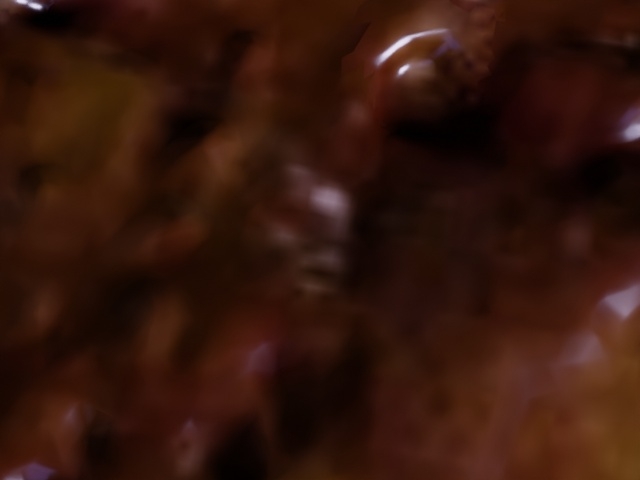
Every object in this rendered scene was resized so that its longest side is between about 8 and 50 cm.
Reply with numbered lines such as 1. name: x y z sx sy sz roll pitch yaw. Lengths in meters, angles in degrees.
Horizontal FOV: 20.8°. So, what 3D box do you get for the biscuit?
1. biscuit: 0.000 0.000 0.515 0.343 0.395 0.166 11 167 -1
